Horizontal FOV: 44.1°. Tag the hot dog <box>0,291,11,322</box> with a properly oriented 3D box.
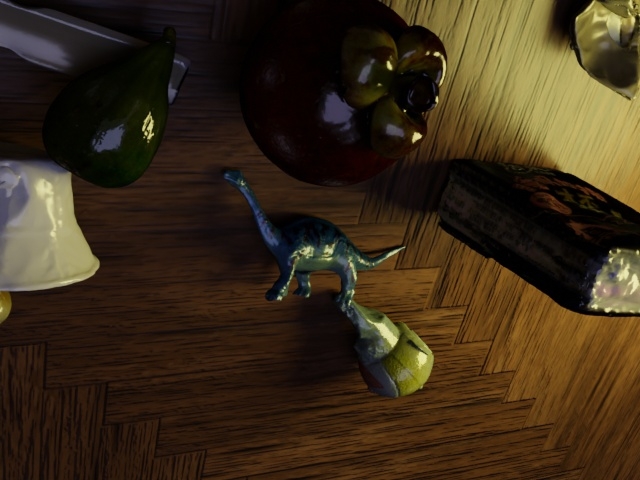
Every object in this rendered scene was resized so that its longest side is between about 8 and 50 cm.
[{"bbox_3d":[-0.463,0.051,0.857,0.242,0.084,0.073,3,123,-27],"label":"hot dog"}]

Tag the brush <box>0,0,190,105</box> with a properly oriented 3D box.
[{"bbox_3d":[-0.287,-0.211,0.780,0.321,0.050,0.060,14,119,-31],"label":"brush"}]

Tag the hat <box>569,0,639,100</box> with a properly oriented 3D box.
[{"bbox_3d":[0.415,-0.280,1.073,0.175,0.085,0.147,-31,124,-34],"label":"hat"}]

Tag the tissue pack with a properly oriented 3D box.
[{"bbox_3d":[0.337,-0.004,1.051,0.245,0.332,0.123,5,112,-28],"label":"tissue pack"}]

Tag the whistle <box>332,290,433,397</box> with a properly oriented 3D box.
[{"bbox_3d":[0.086,0.162,1.198,0.123,0.123,0.223,-41,118,6],"label":"whistle"}]

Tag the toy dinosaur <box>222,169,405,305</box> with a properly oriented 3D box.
[{"bbox_3d":[-0.016,0.025,1.063,0.329,0.076,0.144,22,79,-35],"label":"toy dinosaur"}]

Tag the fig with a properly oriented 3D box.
[{"bbox_3d":[-0.194,-0.134,0.785,0.177,0.117,0.117,-48,130,8],"label":"fig"}]

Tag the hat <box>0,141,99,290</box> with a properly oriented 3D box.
[{"bbox_3d":[-0.328,-0.034,0.824,0.203,0.203,0.126,4,102,-29],"label":"hat"}]

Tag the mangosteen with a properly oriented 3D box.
[{"bbox_3d":[0.033,-0.161,0.836,0.215,0.257,0.215,-4,97,-29],"label":"mangosteen"}]
